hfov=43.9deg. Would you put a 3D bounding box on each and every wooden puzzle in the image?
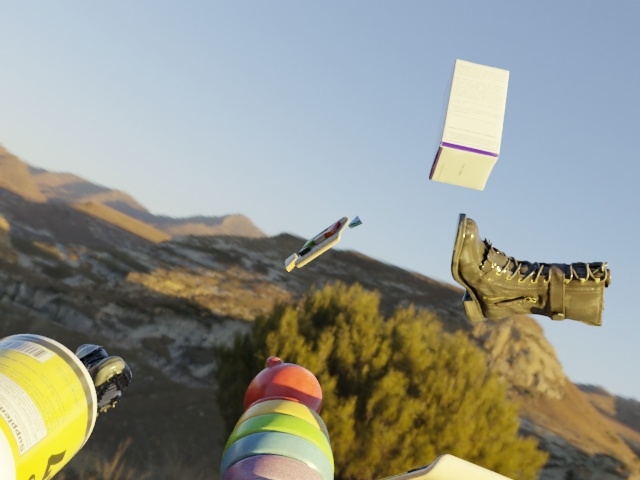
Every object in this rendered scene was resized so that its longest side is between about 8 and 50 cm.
[{"bbox_3d":[0.000,0.000,0.939,0.014,0.116,0.078,53,13,-10],"label":"wooden puzzle"},{"bbox_3d":[0.152,0.358,1.094,0.221,0.044,0.238,28,-46,-31],"label":"wooden puzzle"}]

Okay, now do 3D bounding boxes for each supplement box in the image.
[{"bbox_3d":[0.285,-0.223,1.525,0.113,0.220,0.111,12,-30,2],"label":"supplement box"}]

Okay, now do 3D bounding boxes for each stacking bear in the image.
[{"bbox_3d":[-0.060,0.289,1.103,0.175,0.164,0.289,42,26,-22],"label":"stacking bear"}]

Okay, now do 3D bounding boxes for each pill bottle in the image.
[{"bbox_3d":[-0.255,0.148,0.570,0.119,0.119,0.208,24,10,3],"label":"pill bottle"}]

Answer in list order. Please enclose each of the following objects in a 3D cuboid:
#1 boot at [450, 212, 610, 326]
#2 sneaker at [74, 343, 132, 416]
[{"bbox_3d":[0.330,0.047,1.236,0.228,0.091,0.263,-2,-38,22],"label":"boot"},{"bbox_3d":[-0.364,0.211,1.278,0.106,0.078,0.234,59,-27,10],"label":"sneaker"}]
